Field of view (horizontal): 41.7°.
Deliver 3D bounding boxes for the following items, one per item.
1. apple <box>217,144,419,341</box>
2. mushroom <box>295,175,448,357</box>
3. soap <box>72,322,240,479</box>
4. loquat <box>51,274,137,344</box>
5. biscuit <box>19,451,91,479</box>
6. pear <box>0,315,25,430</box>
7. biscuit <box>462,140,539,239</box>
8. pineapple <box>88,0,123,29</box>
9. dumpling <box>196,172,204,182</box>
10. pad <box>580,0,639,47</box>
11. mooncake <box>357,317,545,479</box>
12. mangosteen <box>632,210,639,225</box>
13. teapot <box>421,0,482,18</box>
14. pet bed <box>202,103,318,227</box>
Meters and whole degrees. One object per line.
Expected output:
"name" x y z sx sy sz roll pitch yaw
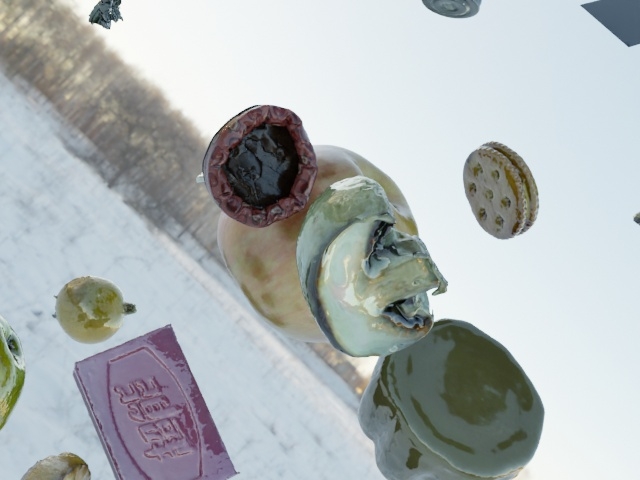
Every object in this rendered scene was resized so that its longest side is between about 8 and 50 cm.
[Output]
"apple" 0.000 0.000 1.611 0.391 0.346 0.391 47 15 -17
"mushroom" 0.053 0.032 1.207 0.267 0.190 0.164 49 8 -40
"soap" -0.354 0.385 1.785 0.359 0.233 0.128 63 -22 12
"loquat" -0.547 0.168 2.031 0.172 0.205 0.149 -102 -164 -48
"biscuit" -0.531 0.526 1.540 0.102 0.296 0.296 23 -10 8
"pear" -0.623 0.224 1.362 0.294 0.294 0.294 44 -7 6
"biscuit" 0.384 -0.106 1.817 0.220 0.066 0.220 49 -30 41
"pineapple" -0.321 -0.397 1.300 0.074 0.074 0.159 43 -50 13
"dumpling" -0.177 -0.147 2.011 0.250 0.132 0.162 1 -4 -35
"pad" 0.556 -0.387 1.436 0.127 0.190 0.004 57 -25 33
"mooncake" 0.267 0.360 1.768 0.378 0.378 0.200 43 -41 10
"mangosteen" 0.749 -0.137 1.717 0.231 0.289 0.231 32 36 -27
"teapot" 0.199 -0.407 1.289 0.092 0.090 0.124 5 -14 44
"pet bed" -0.093 -0.117 1.348 0.201 0.201 0.053 48 -6 -26
